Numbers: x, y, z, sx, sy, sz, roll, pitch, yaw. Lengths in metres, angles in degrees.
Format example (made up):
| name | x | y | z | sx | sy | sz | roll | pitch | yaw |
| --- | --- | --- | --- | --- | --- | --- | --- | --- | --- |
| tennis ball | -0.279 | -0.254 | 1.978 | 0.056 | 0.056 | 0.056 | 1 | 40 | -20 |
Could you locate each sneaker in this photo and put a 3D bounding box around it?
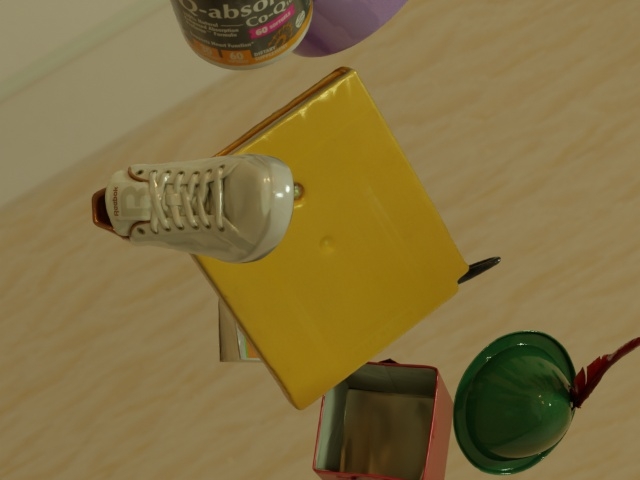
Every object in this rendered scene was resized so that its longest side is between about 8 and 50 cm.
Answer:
| name | x | y | z | sx | sy | sz | roll | pitch | yaw |
| --- | --- | --- | --- | --- | --- | --- | --- | --- | --- |
| sneaker | -0.138 | -0.028 | 1.325 | 0.290 | 0.123 | 0.106 | -8 | -98 | 55 |

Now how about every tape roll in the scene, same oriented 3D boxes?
| name | x | y | z | sx | sy | sz | roll | pitch | yaw |
| --- | --- | --- | --- | --- | --- | --- | --- | --- | --- |
| tape roll | 0.021 | -0.369 | 1.687 | 0.090 | 0.275 | 0.275 | 38 | 18 | -38 |

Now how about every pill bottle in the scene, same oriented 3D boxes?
| name | x | y | z | sx | sy | sz | roll | pitch | yaw |
| --- | --- | --- | --- | --- | --- | --- | --- | --- | --- |
| pill bottle | -0.101 | -0.319 | 1.447 | 0.278 | 0.162 | 0.162 | 74 | -10 | -65 |

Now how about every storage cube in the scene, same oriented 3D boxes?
| name | x | y | z | sx | sy | sz | roll | pitch | yaw |
| --- | --- | --- | --- | --- | --- | --- | --- | --- | --- |
| storage cube | 0.108 | 0.314 | 2.166 | 0.193 | 0.184 | 0.215 | 61 | 35 | -63 |

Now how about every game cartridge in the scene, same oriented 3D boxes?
| name | x | y | z | sx | sy | sz | roll | pitch | yaw |
| --- | --- | --- | --- | --- | --- | --- | --- | --- | --- |
| game cartridge | 0.000 | 0.000 | 1.610 | 0.323 | 0.285 | 0.053 | 59 | -12 | -23 |

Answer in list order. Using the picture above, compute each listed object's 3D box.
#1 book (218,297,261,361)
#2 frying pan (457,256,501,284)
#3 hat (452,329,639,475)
| name | x | y | z | sx | sy | sz | roll | pitch | yaw |
| --- | --- | --- | --- | --- | --- | --- | --- | --- | --- |
| book | -0.099 | 0.127 | 1.913 | 0.144 | 0.035 | 0.096 | 13 | 71 | -64 |
| frying pan | 0.090 | 0.101 | 1.944 | 0.053 | 0.326 | 0.197 | 58 | 37 | -8 |
| hat | 0.263 | 0.202 | 1.479 | 0.183 | 0.173 | 0.208 | 31 | -37 | 59 |
